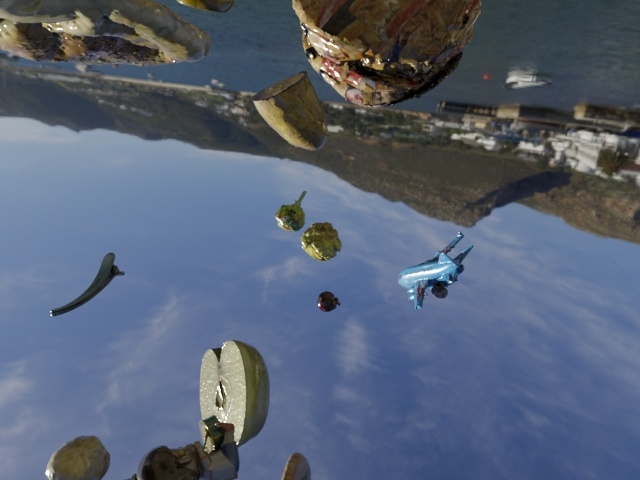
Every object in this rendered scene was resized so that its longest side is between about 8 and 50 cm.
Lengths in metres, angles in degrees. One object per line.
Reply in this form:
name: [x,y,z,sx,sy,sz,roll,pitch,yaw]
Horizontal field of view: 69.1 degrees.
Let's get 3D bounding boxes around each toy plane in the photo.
toy plane: [0.292,0.092,1.227,0.105,0.254,0.271,38,154,-2]

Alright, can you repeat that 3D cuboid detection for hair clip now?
hair clip: [-0.643,0.136,1.297,0.048,0.083,0.275,-7,-153,14]

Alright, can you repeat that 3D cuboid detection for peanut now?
peanut: [-0.474,0.441,0.921,0.090,0.098,0.214,9,151,-11]

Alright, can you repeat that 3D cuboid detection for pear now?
pear: [-0.250,-0.554,0.989,0.141,0.104,0.141,8,-145,-6]

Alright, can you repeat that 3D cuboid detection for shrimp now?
shrimp: [-0.076,0.730,1.375,0.077,0.317,0.168,10,-124,15]

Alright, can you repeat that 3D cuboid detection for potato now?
potato: [-0.079,-0.426,1.615,0.229,0.266,0.229,-24,-151,14]

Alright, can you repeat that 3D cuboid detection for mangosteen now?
mangosteen: [0.026,0.231,1.759,0.081,0.080,0.081,6,-164,-2]

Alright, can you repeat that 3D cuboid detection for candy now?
candy: [-0.052,-0.074,1.009,0.062,0.058,0.194,40,-156,-10]

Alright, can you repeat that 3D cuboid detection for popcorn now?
popcorn: [0.000,0.000,1.340,0.106,0.120,0.116,15,155,-28]

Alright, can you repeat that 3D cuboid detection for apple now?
apple: [-0.326,0.554,1.673,0.312,0.360,0.320,-11,161,5]

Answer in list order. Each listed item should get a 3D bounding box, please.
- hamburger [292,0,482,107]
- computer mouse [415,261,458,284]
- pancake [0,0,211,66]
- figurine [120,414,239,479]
hamburger: [0.082,-0.279,0.563,0.231,0.230,0.107,12,162,18]
computer mouse: [0.358,0.108,1.493,0.172,0.099,0.057,7,-136,-12]
pancake: [-0.363,-0.327,0.738,0.387,0.082,0.387,0,-168,0]
figurine: [-0.321,0.521,1.064,0.276,0.161,0.158,-14,-141,-36]
